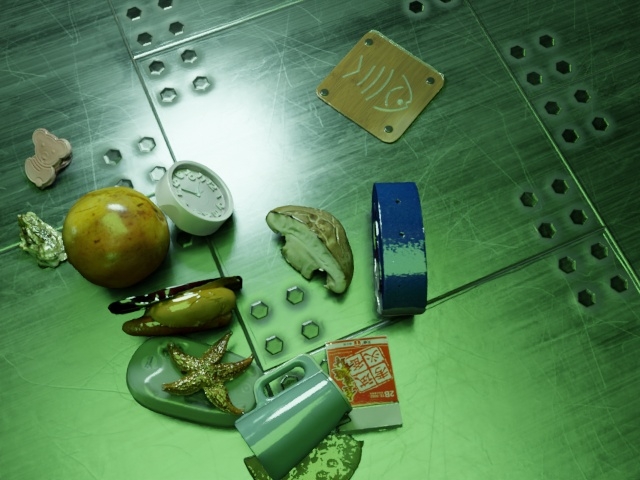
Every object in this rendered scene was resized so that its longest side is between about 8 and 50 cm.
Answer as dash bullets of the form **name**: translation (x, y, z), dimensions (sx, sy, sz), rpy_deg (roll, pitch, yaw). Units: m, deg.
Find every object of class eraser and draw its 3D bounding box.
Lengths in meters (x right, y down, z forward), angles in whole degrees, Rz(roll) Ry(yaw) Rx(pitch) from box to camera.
- **eraser**: translation (0.103, 0.349, 1.762), dimensions (0.157, 0.038, 0.230), rpy_deg (-6, 60, -5)

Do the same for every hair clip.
- **hair clip**: translation (-0.733, -0.217, 1.938), dimensions (0.123, 0.102, 0.138), rpy_deg (34, 73, 14)

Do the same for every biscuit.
- **biscuit**: translation (-0.027, 0.540, 1.703), dimensions (0.290, 0.038, 0.141), rpy_deg (-13, 70, -6)

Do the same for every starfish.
- **starfish**: translation (-0.258, 0.312, 1.699), dimensions (0.227, 0.043, 0.240), rpy_deg (-37, 80, -29)

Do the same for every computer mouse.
- **computer mouse**: translation (-0.300, 0.341, 1.744), dimensions (0.331, 0.095, 0.197), rpy_deg (19, 60, -4)

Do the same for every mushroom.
- **mushroom**: translation (0.000, 0.000, 1.874), dimensions (0.286, 0.156, 0.151), rpy_deg (45, 46, 13)

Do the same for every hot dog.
- **hot dog**: translation (-0.333, 0.180, 1.759), dimensions (0.326, 0.194, 0.107), rpy_deg (-14, 76, -12)

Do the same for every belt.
- **belt**: translation (0.191, 0.018, 1.815), dimensions (0.117, 0.212, 0.346), rpy_deg (-2, 66, -3)

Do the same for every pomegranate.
- **pomegranate**: translation (-0.506, -0.008, 1.786), dimensions (0.264, 0.264, 0.264), rpy_deg (0, 69, -1)

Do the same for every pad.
- **pad**: translation (0.175, -0.446, 2.093), dimensions (0.284, 0.018, 0.286), rpy_deg (36, 74, 11)

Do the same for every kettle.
- **kettle**: translation (-0.070, 0.393, 1.660), dimensions (0.243, 0.160, 0.210), rpy_deg (-36, 65, -14)

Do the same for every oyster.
- **oyster**: translation (-0.729, 0.002, 1.884), dimensions (0.166, 0.053, 0.108), rpy_deg (36, 83, 4)

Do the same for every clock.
- **clock**: translation (-0.323, -0.111, 1.866), dimensions (0.197, 0.068, 0.197), rpy_deg (29, 38, -26)
